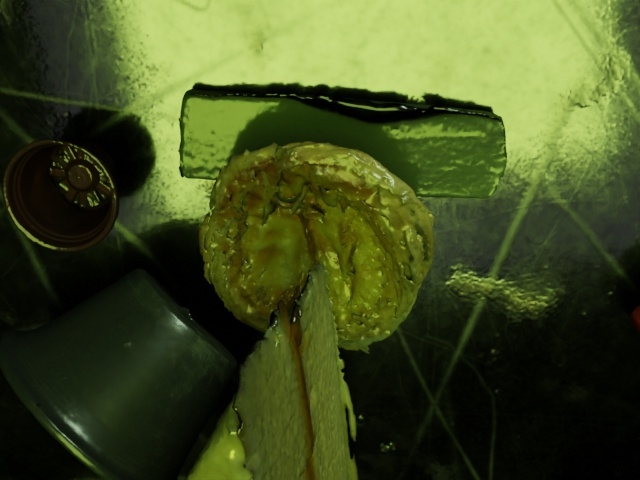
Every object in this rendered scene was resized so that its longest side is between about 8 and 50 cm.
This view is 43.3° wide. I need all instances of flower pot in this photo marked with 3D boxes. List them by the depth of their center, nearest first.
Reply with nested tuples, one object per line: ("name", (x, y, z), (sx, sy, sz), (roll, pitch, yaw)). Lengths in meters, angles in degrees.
("flower pot", (-0.240, -0.055, 0.784), (0.111, 0.089, 0.111), (0, 111, 1))
("flower pot", (-0.180, 0.126, 0.801), (0.148, 0.235, 0.235), (-45, 104, -6))

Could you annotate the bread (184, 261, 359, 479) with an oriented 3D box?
("bread", (-0.003, 0.212, 0.700), (0.242, 0.346, 0.405), (31, 122, -3))

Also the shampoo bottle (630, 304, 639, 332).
("shampoo bottle", (0.443, 0.019, 0.788), (0.104, 0.104, 0.278), (40, 106, -12))

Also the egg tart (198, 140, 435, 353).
("egg tart", (0.000, 0.000, 0.781), (0.231, 0.098, 0.252), (-10, 125, 15))

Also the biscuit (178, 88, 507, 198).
("biscuit", (0.022, -0.096, 0.792), (0.322, 0.038, 0.099), (3, 113, -1))
